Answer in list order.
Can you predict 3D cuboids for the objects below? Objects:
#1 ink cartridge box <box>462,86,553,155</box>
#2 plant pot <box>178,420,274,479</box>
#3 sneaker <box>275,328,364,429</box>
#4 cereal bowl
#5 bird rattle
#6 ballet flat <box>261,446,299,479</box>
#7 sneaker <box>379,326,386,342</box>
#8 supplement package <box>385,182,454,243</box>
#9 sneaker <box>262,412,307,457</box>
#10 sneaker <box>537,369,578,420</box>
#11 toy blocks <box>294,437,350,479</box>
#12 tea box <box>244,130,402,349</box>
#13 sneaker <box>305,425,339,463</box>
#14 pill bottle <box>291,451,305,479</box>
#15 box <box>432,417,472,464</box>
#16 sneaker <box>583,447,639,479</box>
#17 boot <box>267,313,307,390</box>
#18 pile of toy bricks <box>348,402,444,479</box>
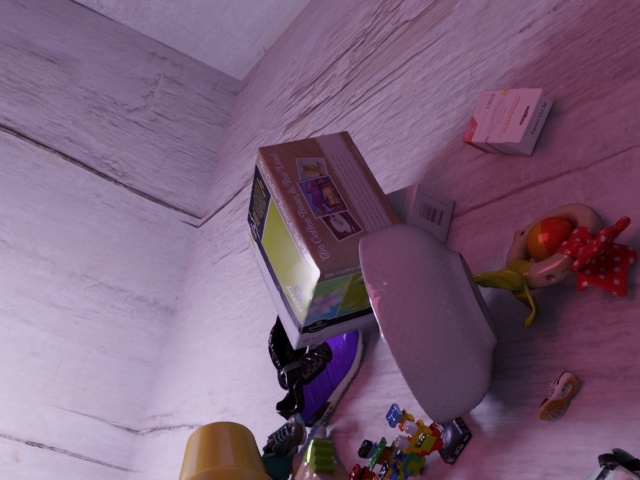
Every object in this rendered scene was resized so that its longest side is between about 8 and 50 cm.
[{"bbox_3d":[0.370,-0.229,1.344,0.115,0.067,0.198,-67,21,2],"label":"ink cartridge box"},{"bbox_3d":[-0.219,0.555,1.578,0.254,0.254,0.239,-55,28,28],"label":"plant pot"},{"bbox_3d":[-0.012,0.304,1.611,0.293,0.146,0.102,-65,23,9],"label":"sneaker"},{"bbox_3d":[0.196,0.117,1.146,0.141,0.339,0.339,-25,37,14],"label":"cereal bowl"},{"bbox_3d":[0.362,0.013,1.077,0.253,0.143,0.207,-43,17,40],"label":"bird rattle"},{"bbox_3d":[-0.117,0.580,1.692,0.077,0.091,0.241,55,-122,-77],"label":"ballet flat"},{"bbox_3d":[0.157,0.159,1.485,0.070,0.051,0.134,-29,48,50],"label":"sneaker"},{"bbox_3d":[0.192,-0.045,1.526,0.179,0.105,0.105,-16,56,62],"label":"supplement package"},{"bbox_3d":[-0.084,0.455,1.588,0.065,0.076,0.166,61,142,34],"label":"sneaker"},{"bbox_3d":[0.349,0.229,1.027,0.083,0.032,0.037,-56,11,14],"label":"sneaker"},{"bbox_3d":[0.010,0.607,1.291,0.261,0.191,0.381,30,98,56],"label":"toy blocks"},{"bbox_3d":[0.000,0.000,1.511,0.323,0.220,0.329,107,143,-53],"label":"tea box"},{"bbox_3d":[0.009,0.487,1.523,0.083,0.071,0.190,-11,33,16],"label":"sneaker"},{"bbox_3d":[-0.043,0.532,1.606,0.043,0.043,0.083,-59,24,22],"label":"pill bottle"},{"bbox_3d":[0.225,0.338,1.214,0.067,0.018,0.083,-61,24,16],"label":"box"},{"bbox_3d":[0.365,0.350,0.779,0.256,0.094,0.151,-110,41,-62],"label":"sneaker"},{"bbox_3d":[-0.079,0.244,1.775,0.207,0.094,0.246,88,-178,-60],"label":"boot"},{"bbox_3d":[0.143,0.391,1.233,0.212,0.105,0.118,-64,20,16],"label":"pile of toy bricks"}]
